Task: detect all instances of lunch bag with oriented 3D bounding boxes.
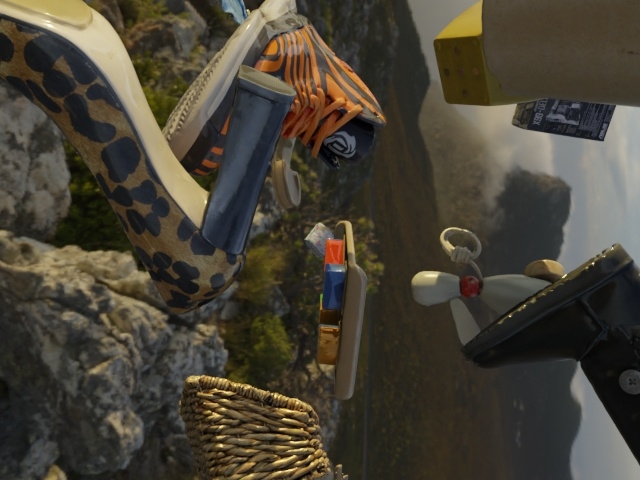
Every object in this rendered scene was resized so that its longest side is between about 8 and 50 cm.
[{"bbox_3d":[0.000,0.000,1.719,0.083,0.053,0.071,48,64,-26],"label":"lunch bag"}]

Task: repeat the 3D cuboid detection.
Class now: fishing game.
[{"bbox_3d":[-0.194,-0.480,1.158,0.264,0.041,0.189,35,31,-64],"label":"fishing game"}]

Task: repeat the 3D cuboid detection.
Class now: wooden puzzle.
[{"bbox_3d":[0.034,0.150,1.426,0.348,0.081,0.322,-102,-164,-70],"label":"wooden puzzle"}]

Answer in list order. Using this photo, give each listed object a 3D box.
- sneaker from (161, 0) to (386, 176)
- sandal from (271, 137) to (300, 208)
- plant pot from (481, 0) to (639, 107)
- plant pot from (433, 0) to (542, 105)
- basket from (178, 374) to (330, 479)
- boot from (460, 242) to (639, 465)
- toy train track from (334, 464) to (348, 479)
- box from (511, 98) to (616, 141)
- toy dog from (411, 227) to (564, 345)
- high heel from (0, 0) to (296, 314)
[{"bbox_3d":[-0.022,-0.128,0.586,0.180,0.125,0.321,40,37,-16],"label":"sneaker"},{"bbox_3d":[-0.085,-0.159,0.967,0.088,0.079,0.239,42,40,-61],"label":"sandal"},{"bbox_3d":[0.410,-0.323,0.844,0.334,0.306,0.333,-14,107,-50],"label":"plant pot"},{"bbox_3d":[0.364,-0.386,1.270,0.187,0.212,0.212,-27,115,-20],"label":"plant pot"},{"bbox_3d":[-0.115,0.339,1.053,0.299,0.214,0.223,117,-44,-60],"label":"basket"},{"bbox_3d":[0.502,0.282,1.036,0.146,0.367,0.445,-19,71,-52],"label":"boot"},{"bbox_3d":[0.022,0.372,0.883,0.048,0.014,0.083,9,82,-56],"label":"toy train track"},{"bbox_3d":[0.635,-0.411,1.487,0.076,0.243,0.307,-123,-140,-62],"label":"box"},{"bbox_3d":[0.371,0.131,1.287,0.220,0.334,0.161,-55,156,-33],"label":"toy dog"},{"bbox_3d":[-0.164,-0.054,0.389,0.093,0.261,0.186,-82,-167,-63],"label":"high heel"}]
